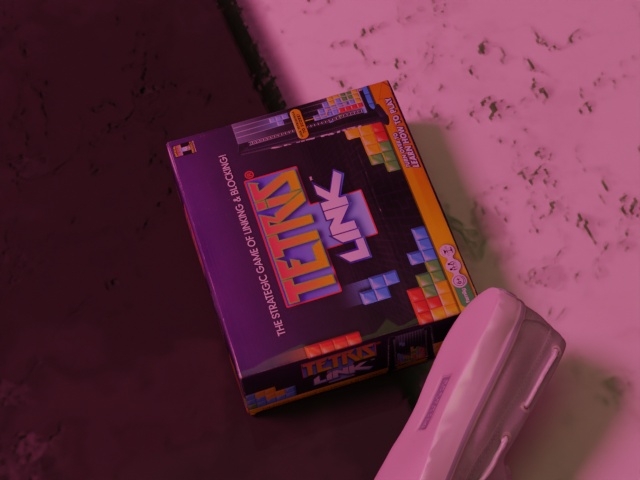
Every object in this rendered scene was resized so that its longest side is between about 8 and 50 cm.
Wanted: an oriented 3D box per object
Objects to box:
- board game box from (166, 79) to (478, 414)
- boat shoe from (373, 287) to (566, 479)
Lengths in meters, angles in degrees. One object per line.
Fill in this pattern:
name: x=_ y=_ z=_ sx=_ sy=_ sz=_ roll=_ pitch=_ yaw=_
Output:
board game box: x=0.000 y=0.000 z=0.933 sx=0.141 sy=0.048 sz=0.170 roll=-16 pitch=57 yaw=-7
boat shoe: x=0.073 y=0.117 z=0.845 sx=0.063 sy=0.066 sz=0.184 roll=31 pitch=70 yaw=-14
